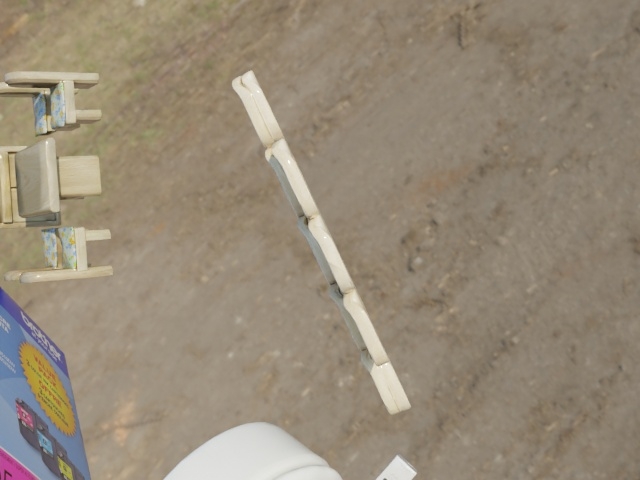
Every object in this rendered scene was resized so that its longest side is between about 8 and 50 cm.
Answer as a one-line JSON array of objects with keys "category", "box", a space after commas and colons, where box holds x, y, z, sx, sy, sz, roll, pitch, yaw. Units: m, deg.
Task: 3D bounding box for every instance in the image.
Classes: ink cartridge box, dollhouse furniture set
[{"category": "ink cartridge box", "box": [0.062, 0.260, 0.953, 0.083, 0.028, 0.048, -47, -13, -3]}, {"category": "ink cartridge box", "box": [-0.350, 0.155, 0.871, 0.151, 0.270, 0.395, -30, 43, -3]}, {"category": "dollhouse furniture set", "box": [-0.345, -0.062, 1.012, 0.242, 0.161, 0.212, -2, 92, 60]}]

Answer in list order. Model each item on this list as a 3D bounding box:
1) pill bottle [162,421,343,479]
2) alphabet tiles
[{"category": "pill bottle", "box": [0.046, 0.283, 0.573, 0.361, 0.204, 0.204, 31, 75, 32]}, {"category": "alphabet tiles", "box": [0.000, 0.000, 0.751, 0.021, 0.284, 0.278, -25, 6, 1]}]
